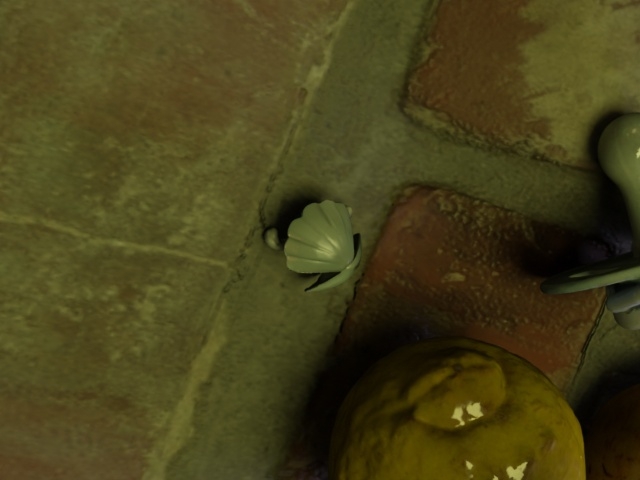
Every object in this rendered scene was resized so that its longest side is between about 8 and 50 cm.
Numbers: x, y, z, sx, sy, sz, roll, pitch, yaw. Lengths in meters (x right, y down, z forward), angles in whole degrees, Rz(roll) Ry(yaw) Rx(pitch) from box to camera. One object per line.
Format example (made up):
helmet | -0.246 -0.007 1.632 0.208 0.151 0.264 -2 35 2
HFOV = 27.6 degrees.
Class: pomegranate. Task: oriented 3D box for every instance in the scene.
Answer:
pomegranate | 0.431 0.276 1.512 0.260 0.260 0.260 -10 114 -23

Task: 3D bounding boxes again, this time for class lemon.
lemon | 0.137 0.248 1.338 0.285 0.285 0.316 -25 162 -16

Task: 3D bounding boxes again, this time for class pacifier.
pacifier | 0.362 -0.029 1.393 0.287 0.238 0.226 -19 89 -17

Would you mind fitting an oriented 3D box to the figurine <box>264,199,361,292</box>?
figurine | 0.000 0.000 1.287 0.086 0.082 0.094 46 75 -16
